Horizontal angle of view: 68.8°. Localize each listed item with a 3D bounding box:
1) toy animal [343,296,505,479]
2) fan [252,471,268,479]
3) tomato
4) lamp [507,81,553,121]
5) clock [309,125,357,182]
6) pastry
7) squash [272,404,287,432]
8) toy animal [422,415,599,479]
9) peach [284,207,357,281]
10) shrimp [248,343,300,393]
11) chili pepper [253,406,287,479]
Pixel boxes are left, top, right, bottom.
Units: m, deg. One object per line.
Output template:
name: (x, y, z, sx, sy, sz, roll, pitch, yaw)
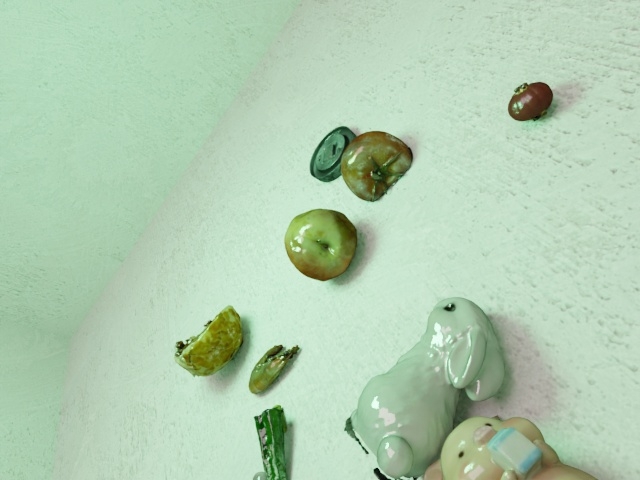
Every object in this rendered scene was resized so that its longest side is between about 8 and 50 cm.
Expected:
toy animal: (0.214, 0.274, 0.898, 0.357, 0.194, 0.258, -53, 9, -3)
fan: (-0.151, 0.683, 1.125, 0.074, 0.130, 0.244, -24, 30, 17)
tomato: (0.145, -0.238, 1.403, 0.214, 0.155, 0.181, -49, 31, 17)
lamp: (0.482, -0.319, 1.078, 0.101, 0.090, 0.101, -36, 2, 2)
clock: (0.046, -0.308, 1.676, 0.215, 0.042, 0.215, -31, 43, 35)
pastry: (-0.356, 0.351, 1.583, 0.256, 0.170, 0.236, -42, 7, -27)
squash: (-0.112, 0.494, 1.288, 0.027, 0.027, 0.083, -50, 34, 14)
toy animal: (0.290, 0.370, 0.692, 0.195, 0.213, 0.256, -29, 42, -16)
peach: (0.000, 0.000, 1.382, 0.214, 0.214, 0.235, -55, 17, 7)
shrimp: (-0.146, 0.373, 1.420, 0.236, 0.053, 0.133, -48, 15, 24)
chili pepper: (-0.112, 0.554, 1.202, 0.088, 0.059, 0.227, -32, 57, 22)
